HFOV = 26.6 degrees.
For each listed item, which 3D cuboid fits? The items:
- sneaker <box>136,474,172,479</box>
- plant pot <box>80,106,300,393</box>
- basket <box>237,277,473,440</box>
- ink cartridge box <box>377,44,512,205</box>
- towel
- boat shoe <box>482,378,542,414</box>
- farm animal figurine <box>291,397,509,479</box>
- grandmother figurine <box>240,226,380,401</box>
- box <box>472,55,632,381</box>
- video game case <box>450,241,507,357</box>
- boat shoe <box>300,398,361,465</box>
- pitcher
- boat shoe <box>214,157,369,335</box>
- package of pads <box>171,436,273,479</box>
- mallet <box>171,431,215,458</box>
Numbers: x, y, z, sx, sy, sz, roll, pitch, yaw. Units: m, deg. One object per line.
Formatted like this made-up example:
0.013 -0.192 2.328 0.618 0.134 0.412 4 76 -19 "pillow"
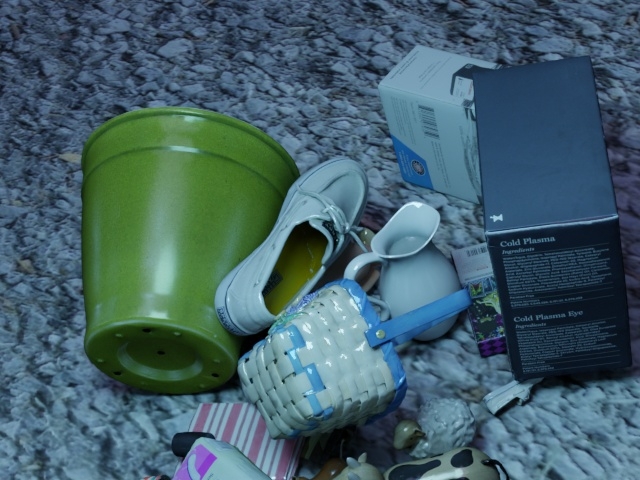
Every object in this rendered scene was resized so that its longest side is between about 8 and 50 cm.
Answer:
-0.274 0.410 1.962 0.075 0.057 0.161 -7 42 38 "sneaker"
-0.228 0.040 2.148 0.366 0.366 0.353 -4 56 15 "plant pot"
0.050 0.154 1.894 0.289 0.255 0.201 -16 77 -29 "basket"
0.272 -0.177 2.255 0.307 0.223 0.129 20 54 35 "ink cartridge box"
-0.115 0.307 2.028 0.197 0.029 0.144 -2 44 22 "towel"
0.287 0.223 1.971 0.100 0.035 0.035 -25 69 -13 "boat shoe"
0.101 0.362 1.780 0.326 0.172 0.330 -24 42 -6 "farm animal figurine"
-0.013 0.122 2.115 0.208 0.104 0.342 -22 25 51 "grandmother figurine"
0.333 -0.032 1.949 0.179 0.312 0.343 -8 45 10 "box"
0.335 0.068 2.106 0.232 0.042 0.210 -15 42 4 "video game case"
0.028 0.277 1.992 0.049 0.056 0.152 34 51 12 "boat shoe"
0.124 0.068 2.058 0.178 0.207 0.125 -32 43 -14 "pitcher"
-0.006 -0.006 2.039 0.156 0.136 0.367 -14 27 49 "boat shoe"
-0.145 0.435 1.763 0.229 0.101 0.296 31 89 43 "package of pads"
-0.190 0.365 1.962 0.062 0.039 0.190 -11 56 21 "mallet"
